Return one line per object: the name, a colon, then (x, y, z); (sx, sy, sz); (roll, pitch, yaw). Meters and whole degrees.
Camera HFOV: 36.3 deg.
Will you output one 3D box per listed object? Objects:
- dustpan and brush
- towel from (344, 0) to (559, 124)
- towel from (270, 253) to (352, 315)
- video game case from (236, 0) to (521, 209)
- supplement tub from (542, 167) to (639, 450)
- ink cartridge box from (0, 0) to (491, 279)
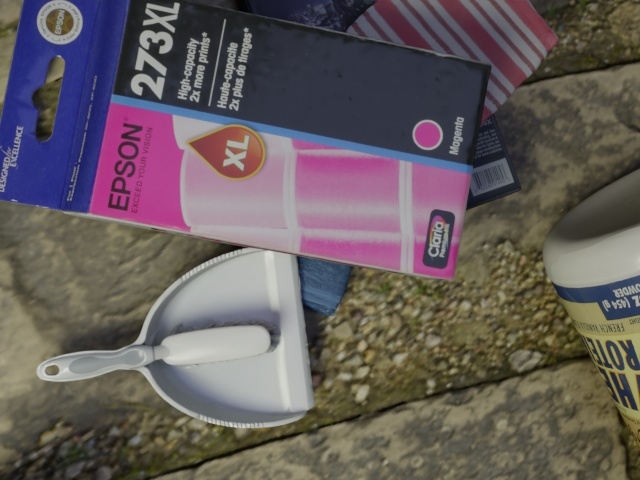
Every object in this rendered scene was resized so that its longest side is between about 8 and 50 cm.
dustpan and brush: (-0.114, 0.087, 0.775); (0.211, 0.060, 0.147); (-7, 92, -6)
towel: (0.107, -0.168, 0.852); (0.144, 0.029, 0.197); (47, 70, -8)
towel: (0.000, 0.000, 0.841); (0.067, 0.029, 0.119); (21, 81, -19)
video game case: (0.048, -0.144, 0.850); (0.196, 0.026, 0.274); (-19, 87, -24)
supplement tub: (0.363, 0.091, 0.867); (0.228, 0.228, 0.316); (-32, 98, -19)
ink cartridge box: (-0.063, -0.085, 0.760); (0.371, 0.069, 0.175); (10, 87, -5)
